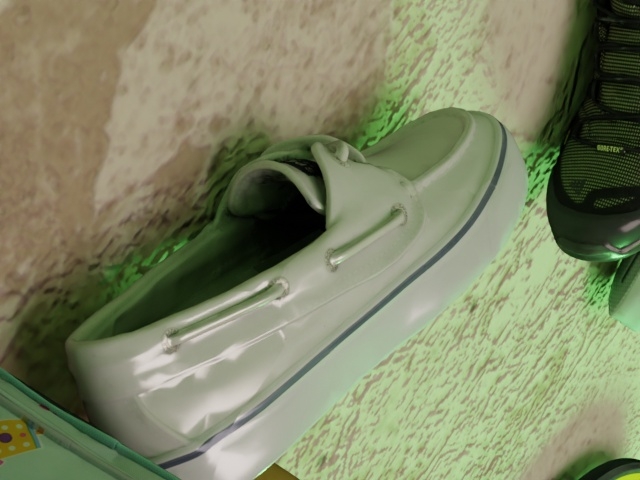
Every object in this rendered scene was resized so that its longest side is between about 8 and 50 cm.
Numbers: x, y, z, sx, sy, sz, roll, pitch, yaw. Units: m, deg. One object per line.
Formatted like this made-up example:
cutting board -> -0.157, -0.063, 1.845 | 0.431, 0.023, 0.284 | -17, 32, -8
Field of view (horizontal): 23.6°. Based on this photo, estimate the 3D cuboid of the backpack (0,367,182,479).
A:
backpack -> -0.113, 0.139, 0.459 | 0.188, 0.166, 0.144 | -55, 162, -18

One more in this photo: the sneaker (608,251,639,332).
sneaker -> 0.266, -0.039, 0.923 | 0.094, 0.091, 0.258 | -73, -175, -52

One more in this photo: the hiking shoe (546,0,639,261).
hiking shoe -> 0.172, -0.098, 0.838 | 0.114, 0.086, 0.227 | 54, 55, -44

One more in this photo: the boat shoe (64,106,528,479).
boat shoe -> 0.000, 0.000, 0.622 | 0.258, 0.095, 0.084 | -46, 122, -42

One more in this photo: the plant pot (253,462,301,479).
plant pot -> -0.035, 0.245, 0.617 | 0.291, 0.203, 0.291 | -32, 133, -41

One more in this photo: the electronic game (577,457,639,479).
electronic game -> 0.193, 0.264, 1.072 | 0.229, 0.048, 0.229 | -16, 112, -44
